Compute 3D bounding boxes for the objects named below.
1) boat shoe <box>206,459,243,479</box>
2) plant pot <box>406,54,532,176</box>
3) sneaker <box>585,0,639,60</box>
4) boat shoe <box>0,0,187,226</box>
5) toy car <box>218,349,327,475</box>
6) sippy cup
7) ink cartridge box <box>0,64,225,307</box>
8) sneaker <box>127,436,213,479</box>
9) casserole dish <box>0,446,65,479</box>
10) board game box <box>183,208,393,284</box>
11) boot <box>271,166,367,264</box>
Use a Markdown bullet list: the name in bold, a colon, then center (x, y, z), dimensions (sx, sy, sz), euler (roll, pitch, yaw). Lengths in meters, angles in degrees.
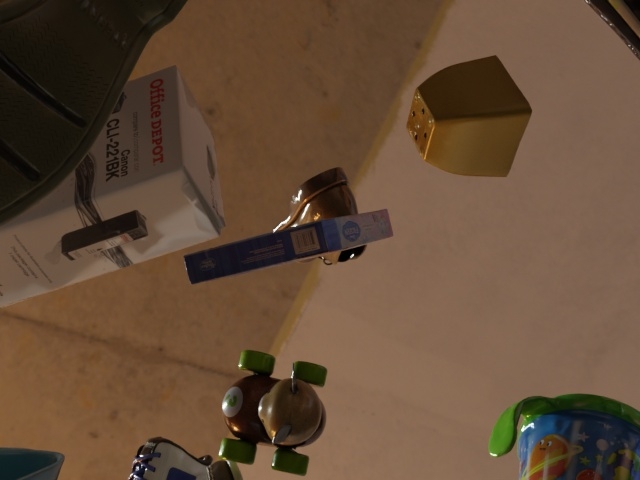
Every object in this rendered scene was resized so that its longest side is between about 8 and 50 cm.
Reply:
- **boat shoe**: center (-0.127, 0.465, 1.168), dimensions (0.097, 0.324, 0.116), euler (-12, -23, -7)
- **plant pot**: center (0.125, -0.107, 0.751), dimensions (0.083, 0.081, 0.081), euler (-8, -40, -15)
- **sneaker**: center (0.369, -0.253, 0.913), dimensions (0.234, 0.084, 0.097), euler (45, -71, -3)
- **boat shoe**: center (-0.174, -0.118, 0.481), dimensions (0.302, 0.103, 0.113), euler (-53, -38, -21)
- **toy car**: center (-0.058, 0.225, 1.118), dimensions (0.149, 0.188, 0.155), euler (12, -106, -3)
- **sippy cup**: center (0.397, 0.391, 1.263), dimensions (0.305, 0.224, 0.240), euler (13, -51, 16)
- **ink cartridge box**: center (-0.261, -0.065, 0.960), dimensions (0.273, 0.197, 0.114), euler (-17, -45, 4)
- **sneaker**: center (-0.296, 0.430, 1.393), dimensions (0.315, 0.127, 0.182), euler (-12, -100, -36)
- **casserole dish**: center (-0.203, 0.133, 0.412), dimensions (0.114, 0.188, 0.037), euler (0, -94, 7)
- **board game box**: center (-0.016, 0.003, 0.485), dimensions (0.090, 0.090, 0.020), euler (-14, -90, 28)
- **boot**: center (0.000, 0.000, 1.301), dimensions (0.112, 0.305, 0.115), euler (-25, -101, -15)
